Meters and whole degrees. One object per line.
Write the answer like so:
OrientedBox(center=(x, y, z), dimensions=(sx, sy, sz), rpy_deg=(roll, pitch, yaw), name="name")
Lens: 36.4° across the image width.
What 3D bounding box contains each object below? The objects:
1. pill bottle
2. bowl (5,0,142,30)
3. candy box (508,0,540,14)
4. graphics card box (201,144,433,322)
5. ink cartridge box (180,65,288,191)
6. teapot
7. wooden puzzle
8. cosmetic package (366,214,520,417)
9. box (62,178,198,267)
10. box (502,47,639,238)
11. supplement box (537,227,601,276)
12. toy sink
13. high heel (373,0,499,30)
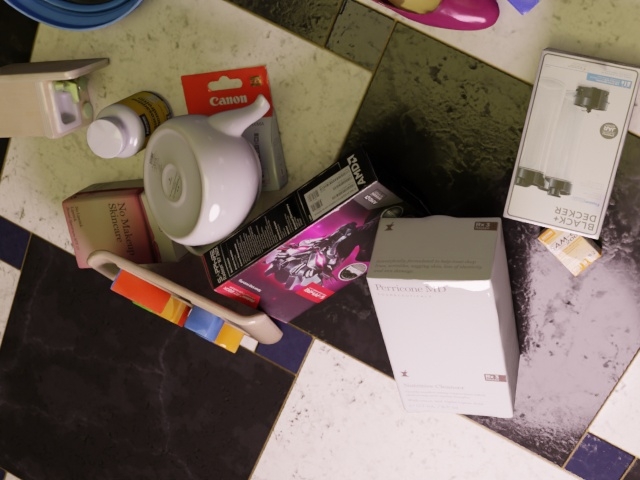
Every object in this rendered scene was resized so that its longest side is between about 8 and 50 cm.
OrientedBox(center=(-0.364, -0.216, 1.847), dimensions=(0.103, 0.184, 0.103), rpy_deg=(7, 113, 17), name="pill bottle")
OrientedBox(center=(-0.463, -0.579, 1.765), dimensions=(0.391, 0.077, 0.391), rpy_deg=(7, 123, 11), name="bowl")
OrientedBox(center=(0.267, -0.482, 1.448), dimensions=(0.268, 0.317, 0.122), rpy_deg=(45, 118, -2), name="candy box")
OrientedBox(center=(0.000, 0.000, 1.763), dimensions=(0.371, 0.233, 0.094), rpy_deg=(-34, 54, 19), name="graphics card box")
OrientedBox(center=(-0.175, -0.204, 1.861), dimensions=(0.189, 0.066, 0.232), rpy_deg=(-3, 113, 20), name="ink cartridge box")
OrientedBox(center=(-0.194, -0.111, 1.780), dimensions=(0.256, 0.187, 0.252), rpy_deg=(-15, 86, 50), name="teapot")
OrientedBox(center=(-0.260, 0.134, 1.887), dimensions=(0.348, 0.322, 0.080), rpy_deg=(20, 80, 9), name="wooden puzzle")
OrientedBox(center=(0.228, 0.140, 1.721), dimensions=(0.217, 0.156, 0.385), rpy_deg=(-1, 137, 20), name="cosmetic package")
OrientedBox(center=(-0.375, -0.037, 1.954), dimensions=(0.232, 0.127, 0.148), rpy_deg=(-4, 108, 21), name="box")
OrientedBox(center=(0.422, -0.163, 1.629), dimensions=(0.169, 0.087, 0.290), rpy_deg=(16, 107, 13), name="box")
OrientedBox(center=(0.445, 0.007, 1.736), dimensions=(0.098, 0.036, 0.062), rpy_deg=(44, 117, -1), name="supplement box")
OrientedBox(center=(-0.537, -0.275, 1.904), dimensions=(0.234, 0.153, 0.131), rpy_deg=(0, 110, 18), name="toy sink")
OrientedBox(center=(0.110, -0.429, 1.600), dimensions=(0.377, 0.181, 0.127), rpy_deg=(23, 116, 10), name="high heel")
